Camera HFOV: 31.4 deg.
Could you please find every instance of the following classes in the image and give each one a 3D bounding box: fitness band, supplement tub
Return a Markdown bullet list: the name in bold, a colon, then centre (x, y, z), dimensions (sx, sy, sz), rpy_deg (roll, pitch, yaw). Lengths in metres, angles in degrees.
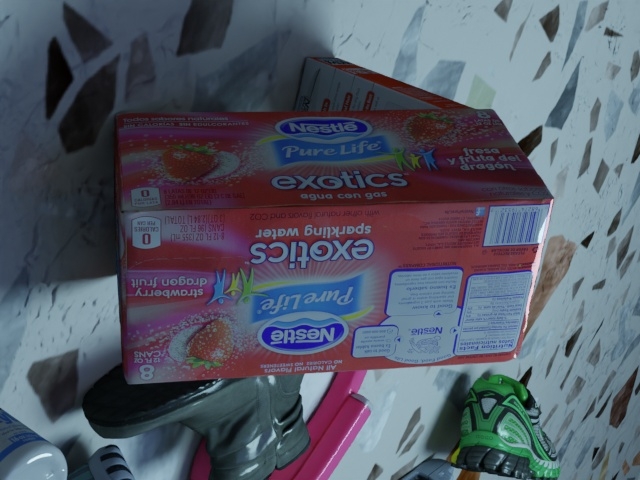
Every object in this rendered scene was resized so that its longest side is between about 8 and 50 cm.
- **fitness band**: centre (-0.027, 0.188, 1.197), dimensions (0.291, 0.054, 0.209), rpy_deg (-55, 149, -19)
- **supplement tub**: centre (-0.233, 0.149, 0.781), dimensions (0.071, 0.107, 0.071), rpy_deg (-39, 143, -38)

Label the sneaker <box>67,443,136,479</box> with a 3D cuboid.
- **sneaker**: centre (-0.194, 0.268, 0.994), dimensions (0.098, 0.083, 0.224), rpy_deg (-25, 135, -16)

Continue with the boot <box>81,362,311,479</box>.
- **boot**: centre (-0.092, 0.168, 1.003), dimensions (0.246, 0.083, 0.161), rpy_deg (-20, 119, -43)

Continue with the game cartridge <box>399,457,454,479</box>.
- **game cartridge**: centre (0.079, 0.438, 1.564), dimensions (0.297, 0.062, 0.198), rpy_deg (-21, 134, -51)

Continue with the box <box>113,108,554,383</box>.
- **box**: centre (0.000, 0.000, 0.847), dimensions (0.300, 0.142, 0.154), rpy_deg (-3, 124, -11)

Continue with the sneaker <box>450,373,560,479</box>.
- **sneaker**: centre (0.292, 0.281, 1.704), dimensions (0.343, 0.134, 0.146), rpy_deg (35, 64, -69)

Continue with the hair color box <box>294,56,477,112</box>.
- **hair color box**: centre (0.055, -0.092, 0.992), dimensions (0.053, 0.167, 0.093), rpy_deg (-13, 123, -54)
